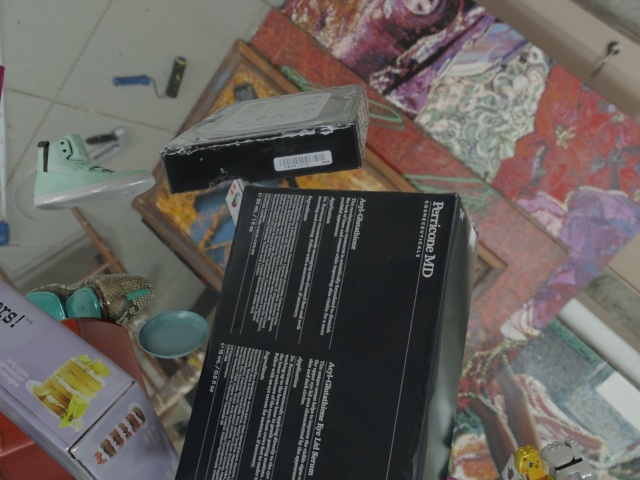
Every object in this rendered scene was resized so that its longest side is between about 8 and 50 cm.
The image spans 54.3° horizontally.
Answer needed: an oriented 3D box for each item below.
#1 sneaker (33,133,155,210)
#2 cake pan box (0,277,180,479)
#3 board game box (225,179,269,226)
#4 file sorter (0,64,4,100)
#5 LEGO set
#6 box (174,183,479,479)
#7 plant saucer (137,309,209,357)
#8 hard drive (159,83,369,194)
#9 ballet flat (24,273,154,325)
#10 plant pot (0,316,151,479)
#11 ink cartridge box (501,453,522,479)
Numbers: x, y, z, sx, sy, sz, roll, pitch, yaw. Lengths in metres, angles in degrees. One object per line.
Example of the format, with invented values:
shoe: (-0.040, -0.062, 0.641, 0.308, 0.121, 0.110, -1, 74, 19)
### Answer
sneaker: (-0.465, -0.155, 1.265, 0.256, 0.151, 0.094, -8, 170, 7)
cake pan box: (-0.230, 0.142, 0.541, 0.070, 0.246, 0.267, -45, 151, -29)
board game box: (0.000, 0.000, 1.071, 0.305, 0.193, 0.053, 16, 119, -31)
file sorter: (-0.546, -0.098, 0.757, 0.182, 0.202, 0.291, 26, 120, -39)
LEGO set: (0.243, 0.304, 0.790, 0.227, 0.093, 0.087, -19, -174, -4)
box: (0.012, 0.096, 0.491, 0.103, 0.184, 0.261, 36, 62, -59)
plant saucer: (-0.250, 0.165, 1.066, 0.119, 0.119, 0.021, -29, 132, -37)
hard drive: (-0.054, -0.154, 0.863, 0.339, 0.237, 0.064, -72, 154, -68)
ballet flat: (-0.547, 0.162, 1.471, 0.483, 0.164, 0.182, -15, -179, 43)
plant pot: (-0.464, 0.281, 1.101, 0.267, 0.267, 0.236, -21, 158, -12)
ink cartridge box: (0.496, 0.624, 1.446, 0.056, 0.224, 0.181, -11, 144, -2)
